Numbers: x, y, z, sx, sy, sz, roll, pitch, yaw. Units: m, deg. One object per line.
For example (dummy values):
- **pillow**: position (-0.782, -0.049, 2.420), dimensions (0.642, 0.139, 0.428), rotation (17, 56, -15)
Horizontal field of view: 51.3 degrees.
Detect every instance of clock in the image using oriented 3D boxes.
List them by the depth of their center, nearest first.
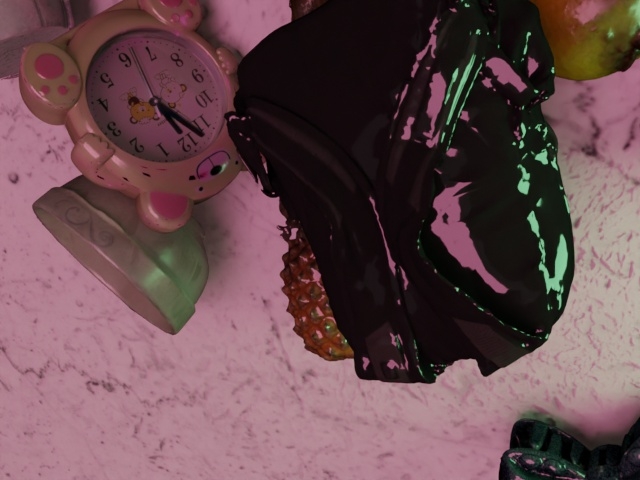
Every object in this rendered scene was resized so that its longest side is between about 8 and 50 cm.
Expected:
- **clock**: position (-0.235, -0.190, 0.961), dimensions (0.309, 0.284, 0.114), rotation (53, 154, -9)

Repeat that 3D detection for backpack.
- **backpack**: position (0.102, -0.067, 0.736), dimensions (0.364, 0.255, 0.445), rotation (-22, 86, 30)

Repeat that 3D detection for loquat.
- **loquat**: position (0.296, -0.273, 0.748), dimensions (0.204, 0.149, 0.172), rotation (52, 125, 15)

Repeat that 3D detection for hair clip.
- **hair clip**: position (0.425, 0.356, 0.964), dimensions (0.310, 0.194, 0.206), rotation (-20, 97, 32)

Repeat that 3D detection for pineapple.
- **pineapple**: position (0.000, 0.000, 0.997), dimensions (0.175, 0.175, 0.360), rotation (-8, 110, 27)

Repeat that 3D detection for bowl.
- **bowl**: position (-0.305, 0.001, 1.098), dimensions (0.307, 0.163, 0.307), rotation (36, 162, 13)

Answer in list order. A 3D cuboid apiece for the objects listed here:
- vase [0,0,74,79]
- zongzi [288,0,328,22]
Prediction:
- **vase**: position (-0.558, -0.475, 0.999), dimensions (0.250, 0.250, 0.445), rotation (-21, 99, 30)
- **zongzi**: position (0.055, -0.301, 0.849), dimensions (0.221, 0.112, 0.242), rotation (9, 122, 42)
